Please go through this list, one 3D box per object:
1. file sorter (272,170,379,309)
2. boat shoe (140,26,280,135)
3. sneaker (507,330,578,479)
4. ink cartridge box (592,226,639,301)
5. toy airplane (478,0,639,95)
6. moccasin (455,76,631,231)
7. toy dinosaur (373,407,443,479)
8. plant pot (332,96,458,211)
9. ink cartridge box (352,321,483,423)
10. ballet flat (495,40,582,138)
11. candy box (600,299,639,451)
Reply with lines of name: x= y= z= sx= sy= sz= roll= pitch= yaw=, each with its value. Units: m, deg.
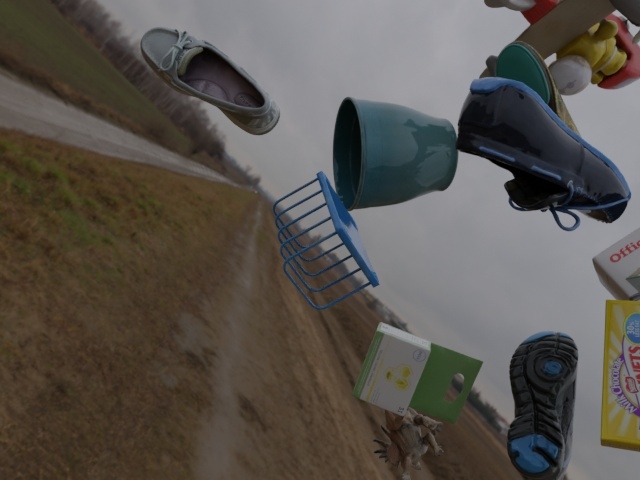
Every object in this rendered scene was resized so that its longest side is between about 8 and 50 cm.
file sorter: x=0.000 y=0.000 z=0.814 sx=0.118 sy=0.105 sz=0.170 roll=56 pitch=11 yaw=-34
boat shoe: x=-0.219 y=-0.324 z=1.045 sx=0.320 sy=0.118 sz=0.103 roll=38 pitch=-6 yaw=8
sneaker: x=0.443 y=0.333 z=1.079 sx=0.125 sy=0.340 sz=0.139 roll=0 pitch=-47 yaw=34
ink cartridge box: x=0.635 y=0.088 z=0.907 sx=0.115 sy=0.198 sz=0.272 roll=41 pitch=17 yaw=-45
toy airplane: x=0.535 y=-0.450 z=1.181 sx=0.385 sy=0.272 sz=0.386 roll=4 pitch=-22 yaw=22
moccasin: x=0.302 y=-0.096 z=0.763 sx=0.342 sy=0.116 sz=0.138 roll=27 pitch=-2 yaw=-26
toy dinosaur: x=0.215 y=0.499 z=1.418 sx=0.200 sy=0.127 sz=0.295 roll=-167 pitch=-110 yaw=-69
plant pot: x=0.184 y=-0.211 z=1.320 sx=0.272 sy=0.256 sz=0.271 roll=177 pitch=-90 yaw=-78
ink cartridge box: x=0.206 y=0.296 z=1.156 sx=0.235 sy=0.171 sz=0.056 roll=21 pitch=16 yaw=8
ballet flat: x=0.464 y=-0.246 z=1.116 sx=0.123 sy=0.123 sz=0.348 roll=48 pitch=23 yaw=-75
candy box: x=0.420 y=0.169 z=0.690 sx=0.105 sy=0.205 sz=0.027 roll=-1 pitch=-40 yaw=31
